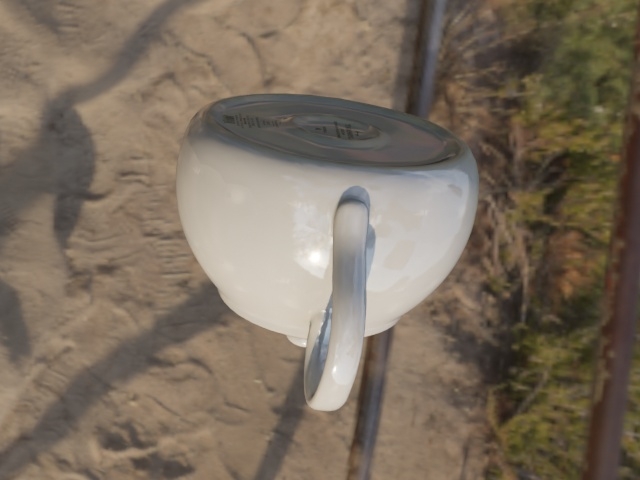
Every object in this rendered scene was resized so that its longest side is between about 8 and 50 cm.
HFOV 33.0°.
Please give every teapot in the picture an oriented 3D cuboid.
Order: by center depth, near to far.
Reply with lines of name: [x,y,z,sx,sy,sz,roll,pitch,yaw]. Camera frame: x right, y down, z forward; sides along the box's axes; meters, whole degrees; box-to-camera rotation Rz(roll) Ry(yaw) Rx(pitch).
teapot: [0.000,0.000,0.852,0.256,0.253,0.187,-16,121,-50]
